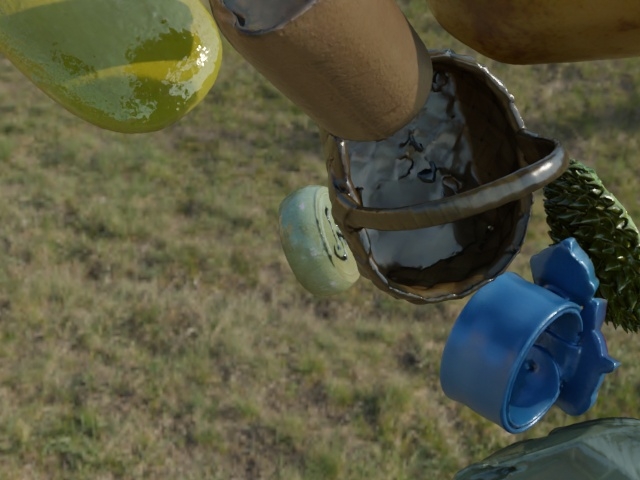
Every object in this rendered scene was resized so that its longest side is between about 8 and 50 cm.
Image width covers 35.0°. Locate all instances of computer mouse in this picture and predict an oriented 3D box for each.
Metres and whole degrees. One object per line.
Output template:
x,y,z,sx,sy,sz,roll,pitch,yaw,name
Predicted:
0.360,0.415,1.599,0.428,0.228,0.145,-22,1,12,computer mouse

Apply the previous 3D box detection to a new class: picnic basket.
0.160,-0.077,1.294,0.292,0.337,0.337,-21,36,-13,picnic basket

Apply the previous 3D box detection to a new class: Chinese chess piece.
0.000,0.000,2.251,0.101,0.250,0.250,-19,25,20,Chinese chess piece

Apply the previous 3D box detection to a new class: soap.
-0.358,-0.351,1.597,0.427,0.115,0.306,38,58,1,soap

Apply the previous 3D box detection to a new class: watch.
0.340,0.151,1.653,0.241,0.305,0.274,26,26,37,watch

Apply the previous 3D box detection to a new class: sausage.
0.002,-0.171,0.821,0.123,0.123,0.253,18,-5,23,sausage

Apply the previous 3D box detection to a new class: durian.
0.506,-0.015,1.800,0.198,0.163,0.394,-6,61,-45,durian

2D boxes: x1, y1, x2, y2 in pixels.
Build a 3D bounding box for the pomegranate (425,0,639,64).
0.262,-0.365,0.992,0.416,0.417,0.417,2,31,-1,pomegranate
